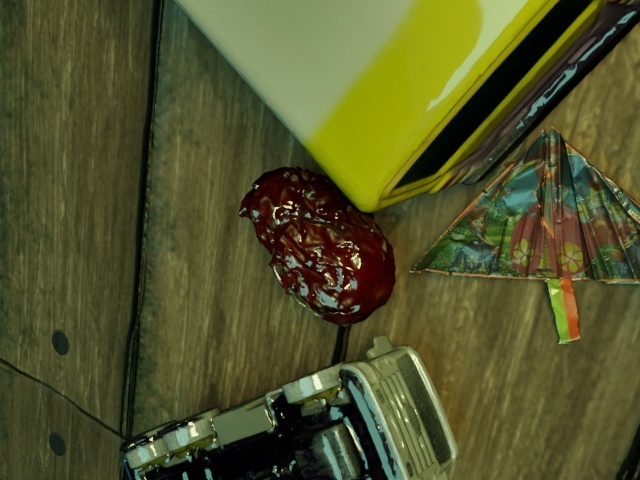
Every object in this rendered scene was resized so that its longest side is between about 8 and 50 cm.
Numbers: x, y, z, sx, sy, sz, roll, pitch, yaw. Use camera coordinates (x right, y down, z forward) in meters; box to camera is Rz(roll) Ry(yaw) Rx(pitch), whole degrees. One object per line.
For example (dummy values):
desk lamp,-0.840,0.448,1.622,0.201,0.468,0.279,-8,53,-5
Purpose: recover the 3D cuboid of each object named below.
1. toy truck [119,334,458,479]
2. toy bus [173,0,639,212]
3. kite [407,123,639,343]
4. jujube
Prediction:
toy truck,-0.049,0.209,0.710,0.367,0.175,0.146,-26,83,36
toy bus,-0.010,-0.248,0.520,0.440,0.249,0.209,50,124,13
kite,0.176,-0.001,0.590,0.241,0.014,0.183,-5,110,30
jujube,0.004,-0.002,0.676,0.104,0.104,0.166,-46,70,34
